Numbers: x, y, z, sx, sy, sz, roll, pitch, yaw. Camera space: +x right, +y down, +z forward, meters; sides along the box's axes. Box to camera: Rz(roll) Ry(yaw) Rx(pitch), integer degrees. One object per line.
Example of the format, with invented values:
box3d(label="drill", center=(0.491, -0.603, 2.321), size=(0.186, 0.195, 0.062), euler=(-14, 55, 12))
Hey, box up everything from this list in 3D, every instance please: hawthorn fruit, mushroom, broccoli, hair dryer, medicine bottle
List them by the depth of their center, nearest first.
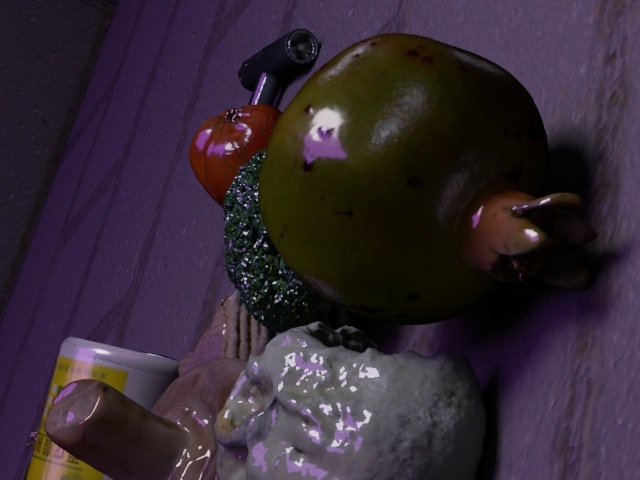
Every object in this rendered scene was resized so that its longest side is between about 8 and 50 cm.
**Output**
box3d(label="mushroom", center=(-0.111, 0.178, 1.126), size=(0.207, 0.215, 0.207), euler=(-41, 31, 31))
box3d(label="broccoli", center=(0.000, 0.000, 1.180), size=(0.195, 0.156, 0.195), euler=(-9, -90, -85))
box3d(label="medicine bottle", center=(-0.224, 0.236, 1.486), size=(0.143, 0.143, 0.258), euler=(176, 107, -71))
box3d(label="hawthorn fruit", center=(-0.077, -0.087, 1.569), size=(0.128, 0.128, 0.128), euler=(-55, 20, 31))
box3d(label="hair dryer", center=(-0.073, -0.151, 1.768), size=(0.173, 0.050, 0.195), euler=(-21, 51, 68))

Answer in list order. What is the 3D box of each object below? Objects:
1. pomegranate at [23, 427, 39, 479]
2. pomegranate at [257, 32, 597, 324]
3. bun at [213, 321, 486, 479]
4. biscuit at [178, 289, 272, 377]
box3d(label="pomegranate", center=(-0.276, 0.269, 1.646), size=(0.130, 0.130, 0.130), euler=(-55, 20, 31))
box3d(label="pomegranate", center=(0.067, -0.040, 0.942), size=(0.198, 0.198, 0.246), euler=(-67, 19, -5))
box3d(label="bun", center=(0.006, 0.131, 0.962), size=(0.212, 0.126, 0.204), euler=(-34, 37, 41))
box3d(label="biscuit", center=(-0.087, 0.154, 1.358), size=(0.108, 0.061, 0.239), euler=(-55, 21, 25))
